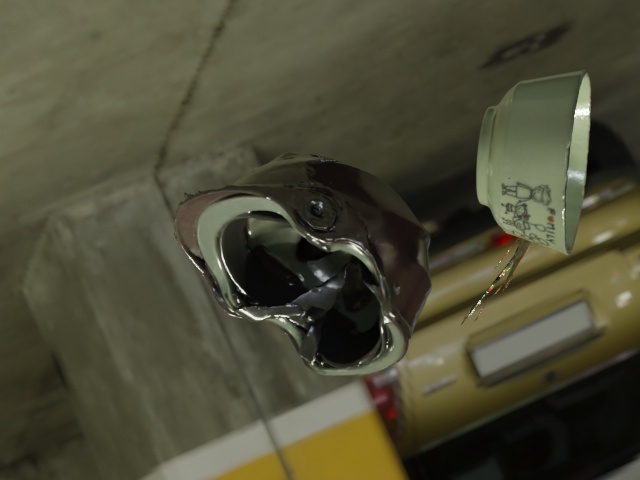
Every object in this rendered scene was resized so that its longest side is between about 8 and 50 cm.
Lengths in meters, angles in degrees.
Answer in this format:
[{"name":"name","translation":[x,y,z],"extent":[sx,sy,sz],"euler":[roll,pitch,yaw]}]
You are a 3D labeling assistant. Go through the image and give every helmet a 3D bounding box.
[{"name":"helmet","translation":[0.000,0.000,1.738],"extent":[0.177,0.305,0.225],"euler":[-53,-169,-35]}]

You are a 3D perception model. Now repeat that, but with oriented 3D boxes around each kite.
[{"name":"kite","translation":[0.253,0.038,2.089],"extent":[0.244,0.006,0.198],"euler":[-56,-178,33]}]

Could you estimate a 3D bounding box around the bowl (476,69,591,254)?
[{"name":"bowl","translation":[0.240,-0.091,1.746],"extent":[0.112,0.211,0.211],"euler":[5,177,14]}]
